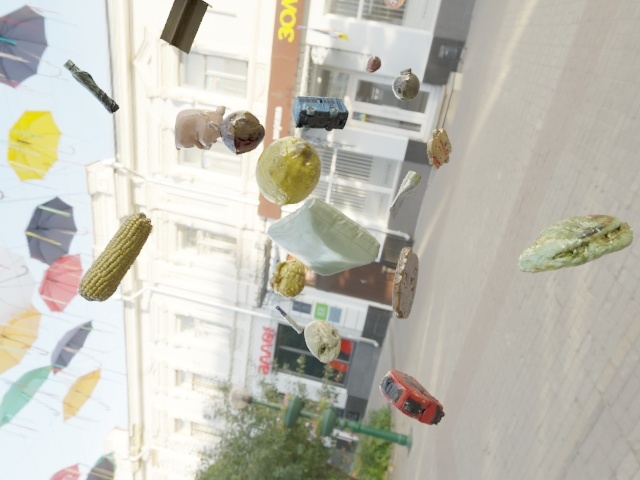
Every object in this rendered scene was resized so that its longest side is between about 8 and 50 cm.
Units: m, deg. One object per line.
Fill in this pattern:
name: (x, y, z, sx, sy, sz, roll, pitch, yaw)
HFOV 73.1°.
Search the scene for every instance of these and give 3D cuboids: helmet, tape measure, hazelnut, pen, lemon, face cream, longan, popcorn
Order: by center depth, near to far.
lemon: (-0.120, -0.264, 1.638, 0.320, 0.245, 0.246, -39, 30, 54)
longan: (0.327, -0.596, 1.651, 0.106, 0.106, 0.120, -58, -33, -73)
pen: (-0.135, 0.340, 1.852, 0.204, 0.025, 0.025, 54, -140, -39)
helmet: (0.230, -0.771, 1.873, 0.084, 0.065, 0.049, -53, -24, -27)
tape measure: (0.389, 0.681, 1.903, 0.114, 0.260, 0.253, -57, 32, 3)
popcorn: (-0.145, 0.167, 1.930, 0.180, 0.170, 0.180, -44, -16, -16)
hazelnut: (-0.352, -0.474, 1.938, 0.208, 0.207, 0.209, 13, -90, -84)
face cream: (0.386, -0.215, 2.019, 0.224, 0.070, 0.114, -57, -29, -6)

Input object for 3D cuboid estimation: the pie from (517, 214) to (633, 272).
pie: (0.561, 0.000, 0.956, 0.201, 0.247, 0.090, -13, 99, 63)

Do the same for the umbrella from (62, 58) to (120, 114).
umbrella: (-0.705, -0.478, 1.339, 0.188, 0.050, 0.046, 50, -170, -31)

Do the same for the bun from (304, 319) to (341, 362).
bun: (0.021, 0.453, 1.971, 0.127, 0.178, 0.193, -39, 30, 18)

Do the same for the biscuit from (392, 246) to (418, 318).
biscuit: (0.336, 0.174, 1.723, 0.257, 0.049, 0.273, 39, -119, -60)

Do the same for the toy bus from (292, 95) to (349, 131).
toy bus: (-0.001, -0.456, 1.541, 0.090, 0.184, 0.106, 112, 149, -51)

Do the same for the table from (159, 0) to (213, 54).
table: (-0.578, -0.926, 1.826, 0.227, 0.167, 0.167, -60, -1, 16)

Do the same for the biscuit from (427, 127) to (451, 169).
biscuit: (0.534, -0.412, 1.930, 0.225, 0.036, 0.166, -44, -63, -42)

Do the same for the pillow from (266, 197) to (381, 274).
pillow: (0.000, 0.000, 1.231, 0.322, 0.255, 0.120, -24, 35, 62)

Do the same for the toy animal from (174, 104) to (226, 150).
toy animal: (-0.598, -0.543, 2.131, 0.195, 0.255, 0.213, -88, 0, -46)

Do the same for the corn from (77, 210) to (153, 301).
corn: (-0.588, 0.049, 1.262, 0.293, 0.106, 0.106, -57, -10, -9)
